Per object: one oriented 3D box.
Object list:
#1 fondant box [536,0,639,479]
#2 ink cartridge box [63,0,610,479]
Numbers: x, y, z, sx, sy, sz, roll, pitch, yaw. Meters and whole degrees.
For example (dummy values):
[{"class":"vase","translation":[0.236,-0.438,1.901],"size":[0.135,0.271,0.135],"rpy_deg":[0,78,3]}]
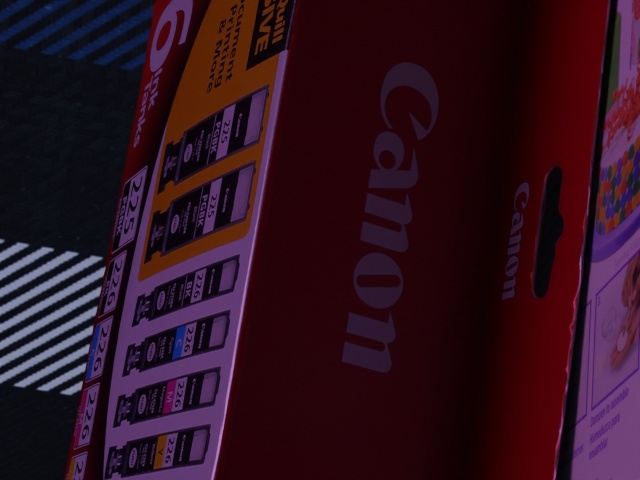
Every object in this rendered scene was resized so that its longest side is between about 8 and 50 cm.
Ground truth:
[{"class":"fondant box","translation":[0.158,0.014,0.697],"size":[0.238,0.096,0.330],"rpy_deg":[116,161,-64]},{"class":"ink cartridge box","translation":[0.000,0.000,0.794],"size":[0.272,0.130,0.309],"rpy_deg":[-24,54,60]}]
